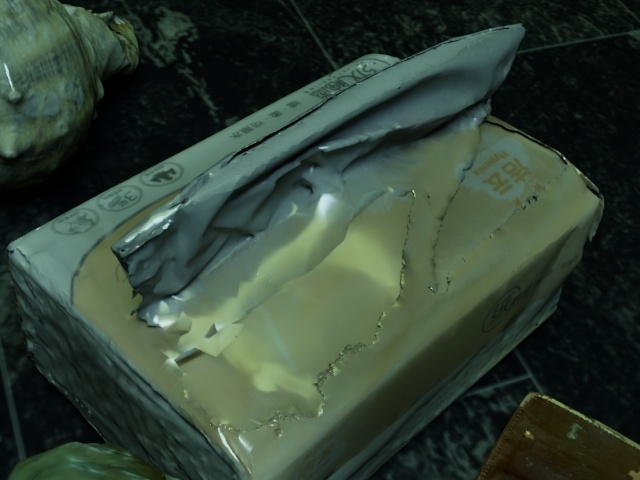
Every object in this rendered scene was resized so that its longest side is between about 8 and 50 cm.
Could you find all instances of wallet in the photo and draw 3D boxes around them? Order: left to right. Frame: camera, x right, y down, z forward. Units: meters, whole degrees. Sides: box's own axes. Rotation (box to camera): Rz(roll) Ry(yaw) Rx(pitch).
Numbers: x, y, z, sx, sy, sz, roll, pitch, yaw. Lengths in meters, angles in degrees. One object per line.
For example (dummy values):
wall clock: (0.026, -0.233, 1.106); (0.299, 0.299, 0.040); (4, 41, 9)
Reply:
wallet: (0.185, 0.167, 0.577); (0.176, 0.026, 0.095); (27, 56, 18)

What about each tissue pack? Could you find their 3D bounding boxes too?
tissue pack: (0.000, 0.000, 0.574); (0.306, 0.238, 0.238); (-33, 59, -32)

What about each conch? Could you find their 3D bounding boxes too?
conch: (-0.249, -0.117, 0.706); (0.210, 0.158, 0.291); (15, 8, 18)

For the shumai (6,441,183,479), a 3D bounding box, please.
shumai: (0.012, 0.211, 0.351); (0.264, 0.304, 0.309); (1, 46, -22)
